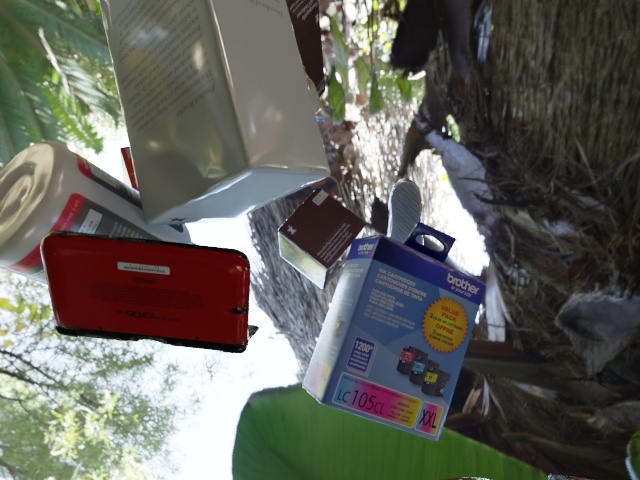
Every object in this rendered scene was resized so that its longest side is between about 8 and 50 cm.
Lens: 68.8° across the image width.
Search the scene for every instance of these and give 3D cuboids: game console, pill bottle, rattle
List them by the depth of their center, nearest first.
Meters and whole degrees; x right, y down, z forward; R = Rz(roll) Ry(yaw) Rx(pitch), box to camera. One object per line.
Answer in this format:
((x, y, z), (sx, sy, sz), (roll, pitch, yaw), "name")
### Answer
((-0.123, 0.039, 0.373), (0.144, 0.124, 0.085), (6, -153, -1), "game console")
((-0.311, 0.008, 0.708), (0.176, 0.318, 0.176), (-15, -122, 25), "pill bottle")
((-0.069, -0.288, 1.012), (0.130, 0.200, 0.143), (38, -97, 4), "rattle")

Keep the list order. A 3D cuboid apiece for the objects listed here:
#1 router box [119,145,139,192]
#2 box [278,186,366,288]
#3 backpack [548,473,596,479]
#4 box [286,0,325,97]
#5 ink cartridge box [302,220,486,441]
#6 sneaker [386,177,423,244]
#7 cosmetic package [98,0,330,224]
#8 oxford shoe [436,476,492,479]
((-0.438, -0.028, 1.225), (0.082, 0.335, 0.301), (-14, -114, -25), "router box")
((0.000, 0.000, 1.276), (0.167, 0.203, 0.168), (39, -108, 11), "box")
((0.253, 0.299, 0.373), (0.158, 0.117, 0.173), (16, -103, -19), "backpack")
((-0.096, -0.501, 1.174), (0.143, 0.381, 0.191), (18, -123, 18), "box")
((0.160, 0.163, 0.960), (0.270, 0.151, 0.396), (23, -102, -17), "ink cartridge box")
((0.219, -0.025, 1.242), (0.102, 0.282, 0.161), (7, -166, 2), "sneaker")
((-0.167, -0.270, 0.664), (0.230, 0.161, 0.453), (-19, -98, 39), "cosmetic package")
((0.052, 0.407, 0.573), (0.397, 0.140, 0.147), (-22, -97, 26), "oxford shoe")
